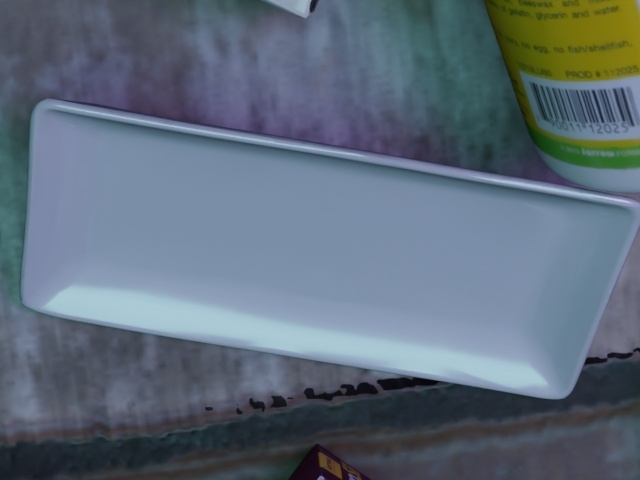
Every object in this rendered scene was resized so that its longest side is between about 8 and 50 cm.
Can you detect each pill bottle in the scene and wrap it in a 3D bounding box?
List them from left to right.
[{"bbox_3d":[0.120,-0.154,0.804,0.136,0.136,0.245,-20,120,4],"label":"pill bottle"}]

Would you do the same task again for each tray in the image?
[{"bbox_3d":[0.000,0.000,0.898,0.270,0.030,0.145,10,139,-3],"label":"tray"}]

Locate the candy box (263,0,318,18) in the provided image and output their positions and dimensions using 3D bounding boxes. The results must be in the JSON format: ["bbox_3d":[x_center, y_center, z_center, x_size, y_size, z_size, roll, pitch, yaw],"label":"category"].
[{"bbox_3d":[-0.027,-0.235,0.849,0.159,0.071,0.233,25,100,-6],"label":"candy box"}]

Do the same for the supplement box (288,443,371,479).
[{"bbox_3d":[0.021,0.144,0.943,0.083,0.055,0.043,34,99,-9],"label":"supplement box"}]
